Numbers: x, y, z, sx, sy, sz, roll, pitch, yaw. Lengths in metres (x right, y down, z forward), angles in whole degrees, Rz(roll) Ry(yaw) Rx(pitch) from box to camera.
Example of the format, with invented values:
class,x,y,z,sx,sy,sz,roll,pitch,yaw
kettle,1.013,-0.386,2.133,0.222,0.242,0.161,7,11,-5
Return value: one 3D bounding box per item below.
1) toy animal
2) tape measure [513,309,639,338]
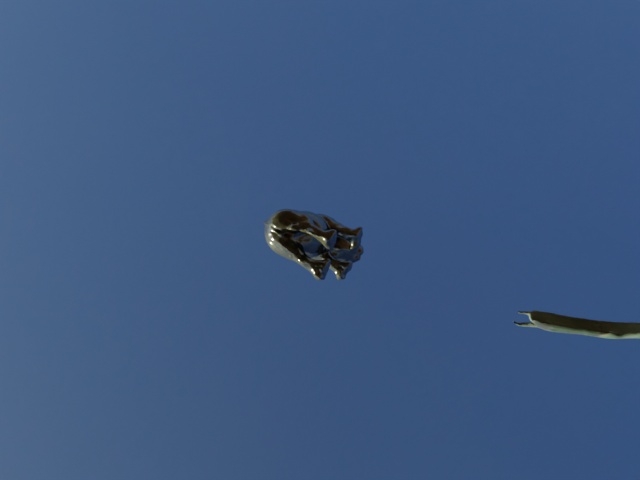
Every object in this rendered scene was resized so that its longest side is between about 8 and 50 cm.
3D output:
class,x,y,z,sx,sy,sz,roll,pitch,yaw
toy animal,0.000,0.000,0.819,0.065,0.135,0.047,25,-82,21
tape measure,0.236,-0.047,0.527,0.084,0.330,0.164,-24,-90,-49
